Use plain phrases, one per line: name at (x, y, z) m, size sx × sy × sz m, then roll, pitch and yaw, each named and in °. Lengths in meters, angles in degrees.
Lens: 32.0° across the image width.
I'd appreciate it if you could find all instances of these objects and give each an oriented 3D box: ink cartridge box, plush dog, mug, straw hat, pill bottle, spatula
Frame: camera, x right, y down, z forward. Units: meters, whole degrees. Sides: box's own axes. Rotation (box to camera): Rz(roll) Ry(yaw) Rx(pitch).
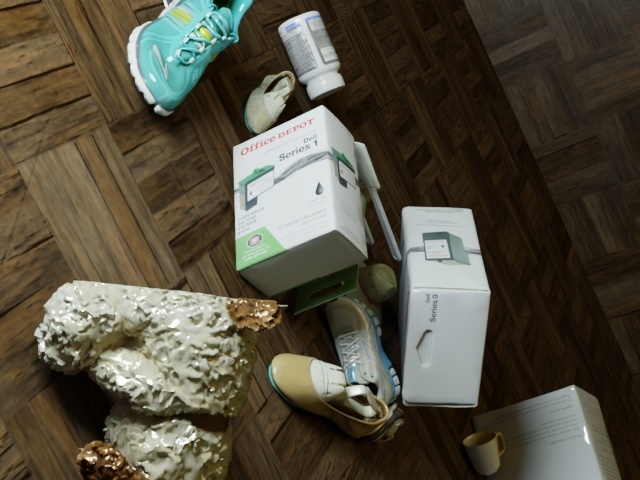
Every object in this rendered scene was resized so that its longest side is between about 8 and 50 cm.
ink cartridge box at (0.187, 0.100, 1.764) m, size 0.289 × 0.121 × 0.211 m, roll -86°, pitch 178°, yaw -64°
plush dog at (-0.138, 0.165, 1.104) m, size 0.262 × 0.210 × 0.225 m, roll 17°, pitch 78°, yaw -62°
ink cartridge box at (-0.032, -0.055, 1.532) m, size 0.092 × 0.160 × 0.219 m, roll 42°, pitch 33°, yaw -46°
mug at (0.297, 0.378, 1.983) m, size 0.062 × 0.078 × 0.064 m, roll -136°, pitch -151°, yaw -79°
straw hat at (0.090, 0.070, 1.814) m, size 0.144 × 0.061 × 0.144 m, roll 48°, pitch 29°, yaw -38°
pill bottle at (-0.013, -0.315, 1.910) m, size 0.137 × 0.078 × 0.078 m, roll 68°, pitch 23°, yaw 0°
ink cartridge box at (0.000, 0.000, 1.617) m, size 0.062 × 0.109 × 0.209 m, roll 53°, pitch 28°, yaw -31°
spatula at (0.047, -0.078, 1.729) m, size 0.019 × 0.168 × 0.242 m, roll -44°, pitch 133°, yaw -24°

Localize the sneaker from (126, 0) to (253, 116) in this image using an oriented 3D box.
sneaker at (-0.169, -0.270, 1.474) m, size 0.107 × 0.110 × 0.275 m, roll 54°, pitch 37°, yaw -28°

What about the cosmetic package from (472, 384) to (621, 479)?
cosmetic package at (0.435, 0.480, 2.011) m, size 0.156 × 0.217 × 0.385 m, roll 28°, pitch 46°, yaw -56°

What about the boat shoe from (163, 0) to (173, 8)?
boat shoe at (-0.193, -0.360, 1.605) m, size 0.046 × 0.038 × 0.125 m, roll 57°, pitch 25°, yaw -26°

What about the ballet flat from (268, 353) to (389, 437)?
ballet flat at (0.018, 0.202, 1.521) m, size 0.232 × 0.073 × 0.080 m, roll 39°, pitch 36°, yaw -49°

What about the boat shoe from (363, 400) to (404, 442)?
boat shoe at (0.095, 0.276, 1.661) m, size 0.043 × 0.049 × 0.137 m, roll 69°, pitch 18°, yaw -2°

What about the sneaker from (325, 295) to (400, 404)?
sneaker at (0.057, 0.172, 1.644) m, size 0.191 × 0.071 × 0.083 m, roll 63°, pitch 29°, yaw -10°

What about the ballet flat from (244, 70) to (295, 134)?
ballet flat at (-0.075, -0.220, 1.721) m, size 0.057 × 0.052 × 0.168 m, roll 57°, pitch 26°, yaw -25°
